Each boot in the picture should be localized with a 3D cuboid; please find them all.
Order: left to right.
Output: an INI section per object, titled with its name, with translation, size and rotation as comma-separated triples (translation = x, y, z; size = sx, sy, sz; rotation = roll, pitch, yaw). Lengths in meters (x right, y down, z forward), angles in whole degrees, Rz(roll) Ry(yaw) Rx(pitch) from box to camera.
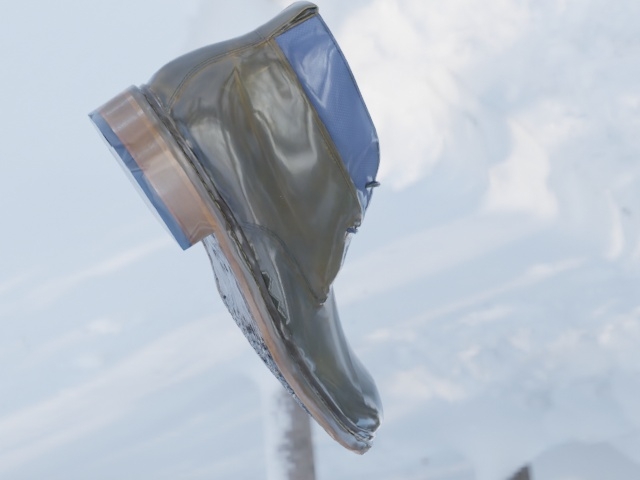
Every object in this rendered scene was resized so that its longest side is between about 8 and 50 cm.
[boot]
translation = 0.000, 0.000, 0.595
size = 0.106, 0.082, 0.219
rotation = -37, 123, -6
